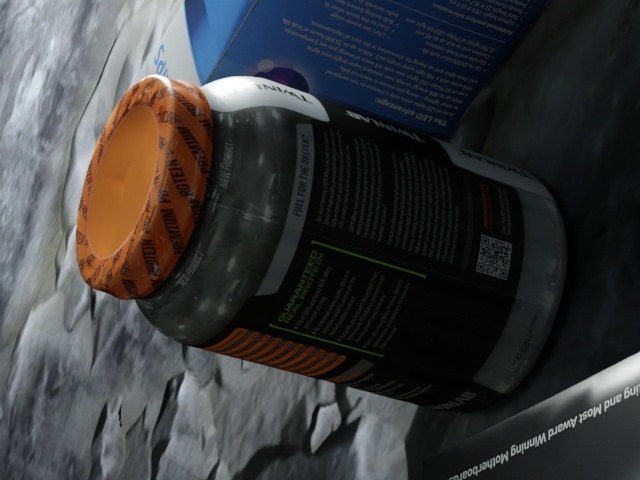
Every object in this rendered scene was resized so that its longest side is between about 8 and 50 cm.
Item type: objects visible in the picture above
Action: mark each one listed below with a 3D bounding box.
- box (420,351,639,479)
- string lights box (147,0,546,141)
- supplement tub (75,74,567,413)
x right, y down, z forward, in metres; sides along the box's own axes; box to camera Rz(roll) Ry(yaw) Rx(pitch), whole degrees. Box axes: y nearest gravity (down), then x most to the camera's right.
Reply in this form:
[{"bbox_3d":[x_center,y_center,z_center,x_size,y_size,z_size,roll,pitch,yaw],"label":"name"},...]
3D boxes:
[{"bbox_3d":[0.147,0.125,0.455,0.307,0.076,0.242,-35,38,42],"label":"box"},{"bbox_3d":[0.036,-0.139,0.804,0.260,0.133,0.077,-54,34,32],"label":"string lights box"},{"bbox_3d":[0.000,0.000,0.731,0.117,0.190,0.117,-38,43,47],"label":"supplement tub"}]
